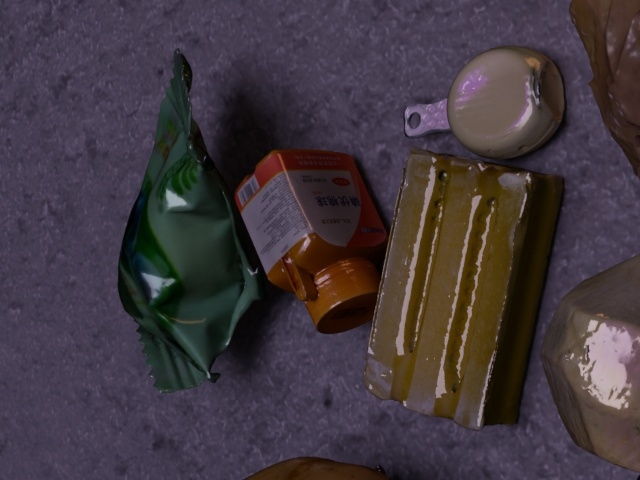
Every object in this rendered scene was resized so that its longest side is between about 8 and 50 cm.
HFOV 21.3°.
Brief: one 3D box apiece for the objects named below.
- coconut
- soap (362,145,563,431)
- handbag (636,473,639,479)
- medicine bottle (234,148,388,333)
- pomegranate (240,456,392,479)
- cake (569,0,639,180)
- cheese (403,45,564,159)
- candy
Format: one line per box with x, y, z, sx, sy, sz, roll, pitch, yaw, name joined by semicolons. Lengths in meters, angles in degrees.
0.345;0.129;1.802;0.197;0.237;0.237;17;98;37;coconut
0.171;0.056;2.052;0.199;0.091;0.315;13;96;43;soap
0.398;0.378;1.691;0.178;0.275;0.302;-87;22;-72;handbag
0.000;-0.001;2.168;0.112;0.149;0.222;-45;59;38;medicine bottle
0.014;0.404;2.040;0.342;0.342;0.342;-4;83;42;pomegranate
0.434;-0.161;1.650;0.332;0.332;0.321;-38;52;33;cake
0.190;-0.160;2.070;0.227;0.064;0.137;-9;77;40;cheese
-0.188;-0.033;2.275;0.263;0.172;0.398;-132;38;-59;candy
